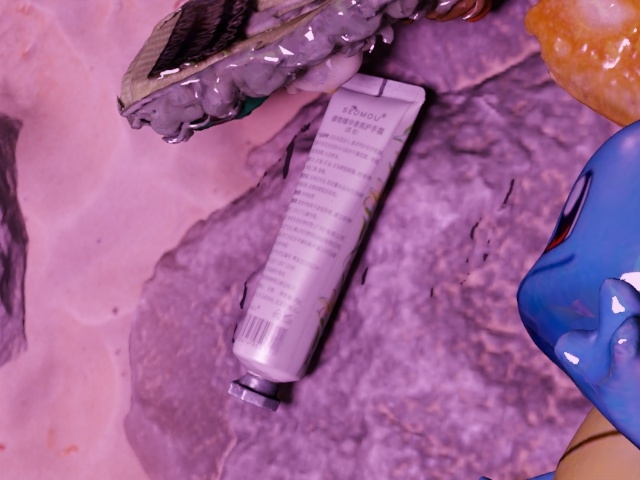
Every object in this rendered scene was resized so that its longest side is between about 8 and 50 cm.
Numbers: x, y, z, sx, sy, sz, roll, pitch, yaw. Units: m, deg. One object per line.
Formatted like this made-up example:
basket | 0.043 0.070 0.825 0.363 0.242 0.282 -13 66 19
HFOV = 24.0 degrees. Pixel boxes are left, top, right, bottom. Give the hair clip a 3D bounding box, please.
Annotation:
hair clip | 0.036 -0.141 0.803 0.321 0.091 0.138 -30 30 29

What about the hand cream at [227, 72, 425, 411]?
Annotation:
hand cream | 0.000 0.000 0.831 0.067 0.042 0.194 19 84 47

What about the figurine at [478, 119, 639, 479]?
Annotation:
figurine | 0.154 0.147 0.561 0.243 0.298 0.416 -20 67 -1

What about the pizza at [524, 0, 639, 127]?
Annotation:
pizza | 0.190 -0.137 0.701 0.154 0.069 0.194 21 91 38
